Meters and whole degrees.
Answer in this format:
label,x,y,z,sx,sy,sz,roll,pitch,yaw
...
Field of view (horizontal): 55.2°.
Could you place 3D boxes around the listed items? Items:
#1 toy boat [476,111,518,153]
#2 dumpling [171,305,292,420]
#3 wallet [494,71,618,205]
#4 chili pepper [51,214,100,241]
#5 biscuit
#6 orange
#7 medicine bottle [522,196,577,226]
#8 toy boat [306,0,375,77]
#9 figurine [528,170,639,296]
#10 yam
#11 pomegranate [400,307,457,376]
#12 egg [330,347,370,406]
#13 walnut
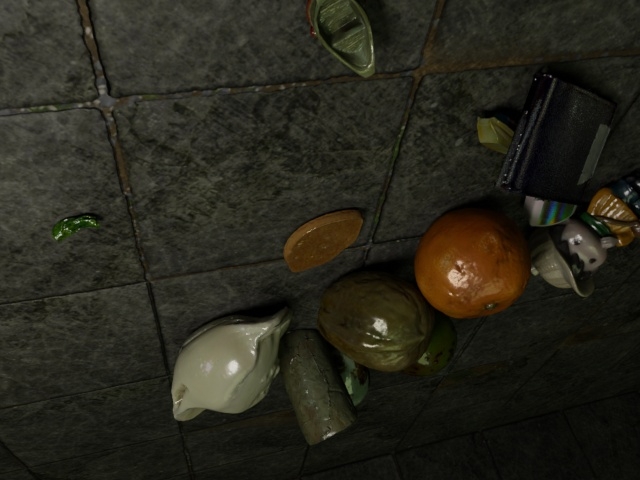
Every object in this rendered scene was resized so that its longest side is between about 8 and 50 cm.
label,x,y,z,sx,sy,sz,roll,pitch,yaw
toy boat,0.355,-0.202,1.167,0.172,0.066,0.065,13,180,-43
dumpling,-0.204,0.290,1.551,0.395,0.233,0.315,-51,169,21
wallet,0.451,-0.183,1.161,0.262,0.071,0.221,6,105,-37
chili pepper,-0.435,-0.025,1.081,0.091,0.034,0.030,-20,-179,2
biscuit,0.000,0.000,1.321,0.141,0.029,0.220,14,136,-42
orange,0.339,0.052,1.379,0.260,0.261,0.261,-13,147,-8
medicine bottle,0.520,-0.120,1.351,0.115,0.078,0.219,-15,147,0
toy boat,0.028,-0.301,0.847,0.089,0.071,0.185,-28,147,14
figurine,0.666,-0.021,1.508,0.185,0.204,0.332,44,93,-10
yam,-0.017,0.399,1.678,0.167,0.304,0.168,-21,154,-11
pomegranate,0.282,0.232,1.621,0.285,0.231,0.231,-29,146,17
egg,0.066,0.407,1.834,0.169,0.169,0.231,-10,134,-12
walnut,0.134,0.182,1.458,0.282,0.283,0.228,-10,118,-12
